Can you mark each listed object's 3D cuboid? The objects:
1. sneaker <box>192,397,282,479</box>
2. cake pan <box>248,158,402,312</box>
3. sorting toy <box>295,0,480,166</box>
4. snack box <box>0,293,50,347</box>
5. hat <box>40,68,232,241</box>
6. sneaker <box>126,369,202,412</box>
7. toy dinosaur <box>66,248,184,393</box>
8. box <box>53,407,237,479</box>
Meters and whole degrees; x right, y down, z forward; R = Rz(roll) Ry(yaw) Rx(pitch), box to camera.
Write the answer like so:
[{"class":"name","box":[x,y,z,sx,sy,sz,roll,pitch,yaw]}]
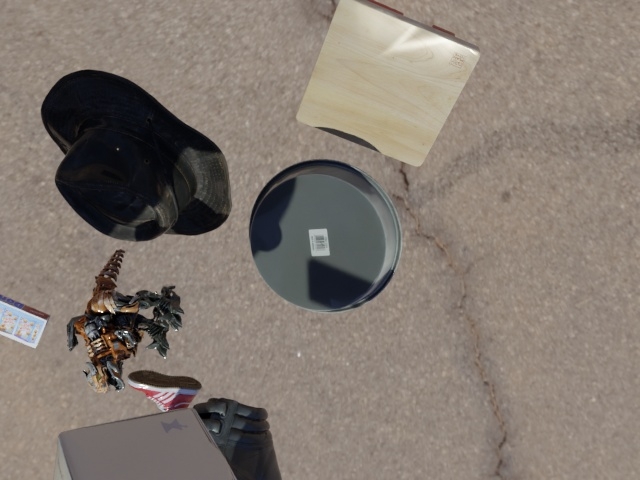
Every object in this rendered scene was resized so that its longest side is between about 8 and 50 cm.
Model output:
[{"class":"sneaker","box":[-0.167,0.272,0.882,0.105,0.296,0.146,-19,74,39]},{"class":"cake pan","box":[0.000,0.000,1.313,0.293,0.054,0.293,3,103,14]},{"class":"sorting toy","box":[0.119,-0.299,1.323,0.257,0.089,0.255,20,129,-6]},{"class":"snack box","box":[-0.559,0.121,1.233,0.178,0.022,0.064,25,110,-10]},{"class":"hat","box":[-0.305,-0.086,1.099,0.331,0.134,0.331,16,141,14]},{"class":"sneaker","box":[-0.240,0.232,1.068,0.118,0.042,0.067,18,109,-37]},{"class":"toy dinosaur","box":[-0.410,0.156,1.495,0.218,0.321,0.164,7,162,-24]},{"class":"box","box":[-0.128,0.255,0.477,0.094,0.113,0.275,-3,120,-33]}]
